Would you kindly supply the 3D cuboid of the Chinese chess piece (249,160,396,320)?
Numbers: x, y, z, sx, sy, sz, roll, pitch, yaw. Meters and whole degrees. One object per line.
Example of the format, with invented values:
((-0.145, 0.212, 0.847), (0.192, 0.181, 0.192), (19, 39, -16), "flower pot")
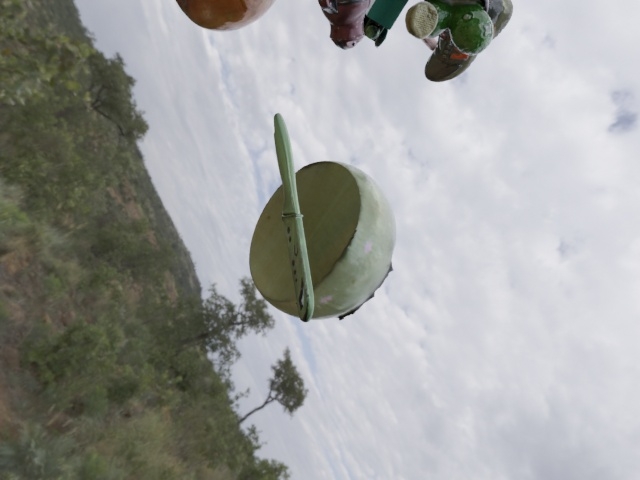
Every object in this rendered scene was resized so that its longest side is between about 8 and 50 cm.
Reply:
((0.000, 0.000, 0.984), (0.146, 0.349, 0.349), (29, 9, -41), "Chinese chess piece")

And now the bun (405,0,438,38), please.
((0.248, -0.551, 1.124), (0.055, 0.086, 0.086), (-117, -167, -55), "bun")

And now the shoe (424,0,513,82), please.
((0.420, -0.638, 1.416), (0.336, 0.171, 0.132), (-40, -125, 48), "shoe")

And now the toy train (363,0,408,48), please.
((0.187, -0.770, 1.467), (0.194, 0.120, 0.298), (-53, -155, 38), "toy train")

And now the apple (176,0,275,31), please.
((-0.193, -0.528, 0.844), (0.253, 0.254, 0.253), (52, -23, 33), "apple")

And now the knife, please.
((-0.037, -0.041, 0.566), (0.043, 0.020, 0.293), (-47, -133, 51), "knife")

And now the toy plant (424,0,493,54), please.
((0.382, -0.641, 1.252), (0.175, 0.218, 0.235), (45, 60, -80), "toy plant")

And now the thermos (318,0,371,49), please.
((0.044, -0.539, 0.868), (0.136, 0.110, 0.330), (-89, 174, -53), "thermos")

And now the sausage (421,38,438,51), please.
((0.378, -0.714, 1.587), (0.043, 0.186, 0.043), (-5, -99, 35), "sausage")
